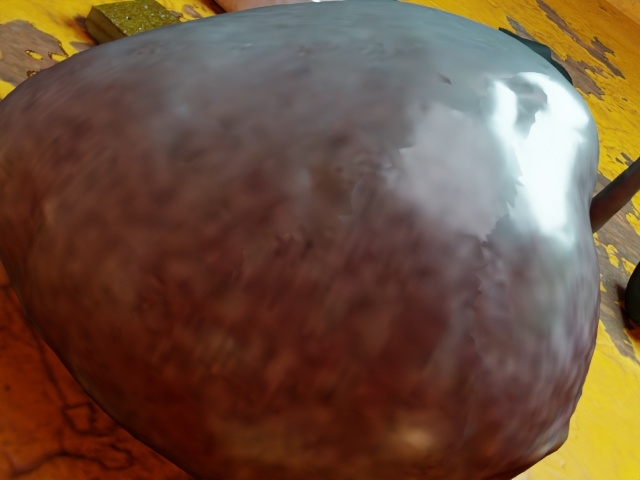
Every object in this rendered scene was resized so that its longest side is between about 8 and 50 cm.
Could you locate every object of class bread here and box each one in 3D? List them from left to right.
[{"bbox_3d":[-0.172,-0.203,0.748,0.090,0.035,0.094,41,34,6],"label":"bread"}]

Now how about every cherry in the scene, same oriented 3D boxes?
[{"bbox_3d":[0.003,-0.010,0.451,0.335,0.291,0.326,27,50,10],"label":"cherry"}]

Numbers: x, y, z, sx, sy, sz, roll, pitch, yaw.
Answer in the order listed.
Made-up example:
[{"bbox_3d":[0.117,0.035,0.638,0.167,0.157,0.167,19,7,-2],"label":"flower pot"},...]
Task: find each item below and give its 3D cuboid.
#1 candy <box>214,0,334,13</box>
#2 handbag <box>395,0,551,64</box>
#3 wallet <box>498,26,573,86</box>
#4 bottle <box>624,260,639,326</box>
[{"bbox_3d":[-0.054,-0.349,0.981,0.255,0.094,0.255,24,36,-19],"label":"candy"},{"bbox_3d":[0.161,-0.110,0.855,0.342,0.152,0.288,5,60,-28],"label":"handbag"},{"bbox_3d":[0.388,-0.291,1.366,0.197,0.051,0.377,36,32,-4],"label":"wallet"},{"bbox_3d":[0.524,0.106,0.932,0.271,0.143,0.156,31,59,-6],"label":"bottle"}]
